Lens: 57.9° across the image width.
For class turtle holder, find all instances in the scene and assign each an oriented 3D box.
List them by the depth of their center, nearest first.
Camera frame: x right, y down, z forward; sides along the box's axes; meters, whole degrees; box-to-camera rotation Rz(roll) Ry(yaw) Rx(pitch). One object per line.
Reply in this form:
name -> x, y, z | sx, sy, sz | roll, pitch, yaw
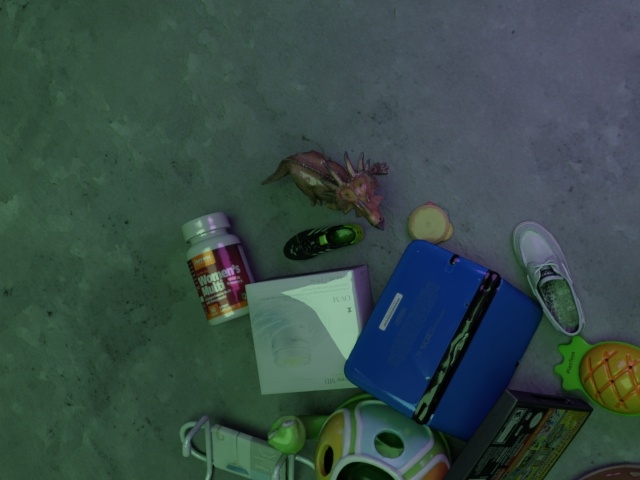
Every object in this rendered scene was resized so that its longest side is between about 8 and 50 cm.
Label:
turtle holder -> 0.087, 0.398, 1.085 | 0.320, 0.227, 0.243 | 46, 104, 11

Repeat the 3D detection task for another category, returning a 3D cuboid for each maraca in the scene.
maraca -> 0.509, 0.237, 1.025 | 0.186, 0.099, 0.127 | 14, 93, 42

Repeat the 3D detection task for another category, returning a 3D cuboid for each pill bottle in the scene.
pill bottle -> -0.213, 0.060, 1.225 | 0.121, 0.121, 0.221 | -22, 85, 16

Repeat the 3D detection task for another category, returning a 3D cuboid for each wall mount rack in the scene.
wall mount rack -> -0.171, 0.532, 1.223 | 0.351, 0.130, 0.303 | 12, 118, 18

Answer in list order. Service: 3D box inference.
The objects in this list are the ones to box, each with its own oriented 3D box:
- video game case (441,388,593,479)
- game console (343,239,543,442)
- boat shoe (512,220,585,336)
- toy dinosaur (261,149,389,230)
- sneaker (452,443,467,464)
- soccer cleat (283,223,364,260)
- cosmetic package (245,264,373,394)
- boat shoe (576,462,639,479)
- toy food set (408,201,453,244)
video game case -> 0.327, 0.383, 1.007 | 0.274, 0.248, 0.035 | -62, 38, 14
game console -> 0.229, 0.186, 1.068 | 0.250, 0.173, 0.293 | 27, 85, 26
boat shoe -> 0.419, 0.067, 1.051 | 0.079, 0.081, 0.227 | -25, 80, 16
toy dinosaur -> 0.010, -0.119, 1.112 | 0.296, 0.200, 0.127 | 17, 96, 17
sneaker -> 0.295, 0.454, 1.108 | 0.077, 0.072, 0.178 | 29, 105, 4
soccer cleat -> 0.000, 0.000, 1.184 | 0.179, 0.072, 0.060 | -15, 87, 17
cosmetic package -> -0.010, 0.177, 1.159 | 0.224, 0.138, 0.224 | -9, 90, 17
boat shoe -> 0.588, 0.457, 0.991 | 0.325, 0.116, 0.123 | -13, 87, 17
toy food set -> 0.215, -0.032, 1.145 | 0.083, 0.020, 0.082 | -21, 85, 17
